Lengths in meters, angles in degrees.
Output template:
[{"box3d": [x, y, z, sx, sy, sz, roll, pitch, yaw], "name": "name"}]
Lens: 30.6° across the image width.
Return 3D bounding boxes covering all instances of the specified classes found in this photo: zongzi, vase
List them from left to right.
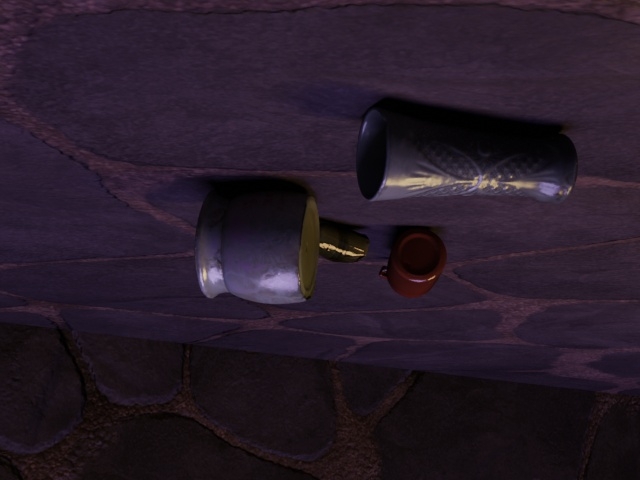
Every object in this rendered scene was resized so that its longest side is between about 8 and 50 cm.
[{"box3d": [0.000, 0.000, 1.707, 0.104, 0.052, 0.113, 21, 172, -35], "name": "zongzi"}, {"box3d": [0.154, -0.081, 1.210, 0.219, 0.096, 0.096, 3, 168, -18], "name": "vase"}]

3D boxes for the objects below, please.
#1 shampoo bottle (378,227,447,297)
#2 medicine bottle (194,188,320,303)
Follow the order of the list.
[{"box3d": [0.139, 0.044, 1.787, 0.085, 0.085, 0.244, 3, 169, -2], "name": "shampoo bottle"}, {"box3d": [-0.081, 0.007, 1.505, 0.143, 0.147, 0.147, 4, 168, 10], "name": "medicine bottle"}]
